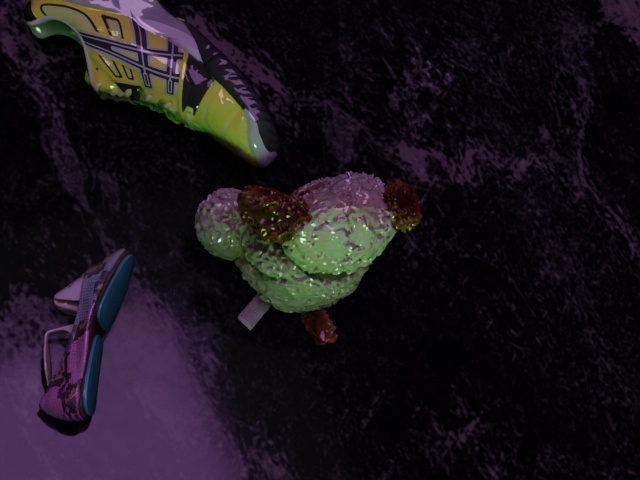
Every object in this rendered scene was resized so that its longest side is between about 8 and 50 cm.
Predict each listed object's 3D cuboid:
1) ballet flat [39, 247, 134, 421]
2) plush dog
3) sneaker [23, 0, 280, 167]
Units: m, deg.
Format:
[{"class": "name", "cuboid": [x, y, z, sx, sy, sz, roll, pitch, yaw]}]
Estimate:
[{"class": "ballet flat", "cuboid": [-0.282, 0.104, 1.357, 0.079, 0.077, 0.221, 8, 65, 7]}, {"class": "plush dog", "cuboid": [0.000, 0.000, 1.393, 0.262, 0.225, 0.210, -9, 71, -20]}, {"class": "sneaker", "cuboid": [-0.213, -0.217, 1.491, 0.385, 0.145, 0.147, 42, 83, 6]}]
